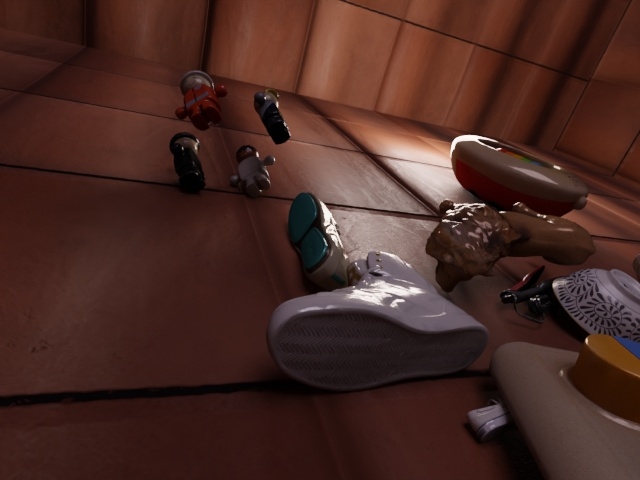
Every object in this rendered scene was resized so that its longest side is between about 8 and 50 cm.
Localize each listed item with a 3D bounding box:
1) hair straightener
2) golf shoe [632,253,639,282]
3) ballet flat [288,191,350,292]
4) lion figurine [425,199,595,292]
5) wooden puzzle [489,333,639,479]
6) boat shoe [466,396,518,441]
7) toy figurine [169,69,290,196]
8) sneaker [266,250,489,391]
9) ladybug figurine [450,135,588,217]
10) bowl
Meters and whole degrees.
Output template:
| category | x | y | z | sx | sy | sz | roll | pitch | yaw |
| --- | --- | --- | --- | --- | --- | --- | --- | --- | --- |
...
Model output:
| category | x | y | z | sx | sy | sz | roll | pitch | yaw |
| --- | --- | --- | --- | --- | --- | --- | --- | --- | --- |
| hair straightener | 0.389 | 0.094 | 0.732 | 0.231 | 0.047 | 0.089 | -6 | 33 | -48 |
| golf shoe | 0.832 | 0.131 | 0.880 | 0.306 | 0.115 | 0.140 | 25 | 42 | 21 |
| ballet flat | 0.000 | 0.000 | 0.684 | 0.086 | 0.086 | 0.248 | 9 | 28 | -15 |
| lion figurine | 0.366 | -0.005 | 0.764 | 0.393 | 0.142 | 0.240 | -4 | 12 | -8 |
| wooden puzzle | 0.364 | 0.177 | 0.345 | 0.348 | 0.080 | 0.322 | 6 | 17 | 4 |
| boat shoe | 0.202 | 0.189 | 0.459 | 0.100 | 0.035 | 0.035 | -6 | 36 | -27 |
| toy figurine | -0.180 | -0.203 | 0.810 | 0.210 | 0.213 | 0.148 | 1 | 44 | -28 |
| sneaker | 0.048 | 0.084 | 0.511 | 0.293 | 0.108 | 0.169 | 11 | 23 | -33 |
| ladybug figurine | 0.580 | -0.186 | 1.274 | 0.305 | 0.161 | 0.449 | -1 | 30 | -32 |
| bowl | 0.494 | 0.101 | 0.703 | 0.170 | 0.080 | 0.170 | 19 | 36 | -14 |
